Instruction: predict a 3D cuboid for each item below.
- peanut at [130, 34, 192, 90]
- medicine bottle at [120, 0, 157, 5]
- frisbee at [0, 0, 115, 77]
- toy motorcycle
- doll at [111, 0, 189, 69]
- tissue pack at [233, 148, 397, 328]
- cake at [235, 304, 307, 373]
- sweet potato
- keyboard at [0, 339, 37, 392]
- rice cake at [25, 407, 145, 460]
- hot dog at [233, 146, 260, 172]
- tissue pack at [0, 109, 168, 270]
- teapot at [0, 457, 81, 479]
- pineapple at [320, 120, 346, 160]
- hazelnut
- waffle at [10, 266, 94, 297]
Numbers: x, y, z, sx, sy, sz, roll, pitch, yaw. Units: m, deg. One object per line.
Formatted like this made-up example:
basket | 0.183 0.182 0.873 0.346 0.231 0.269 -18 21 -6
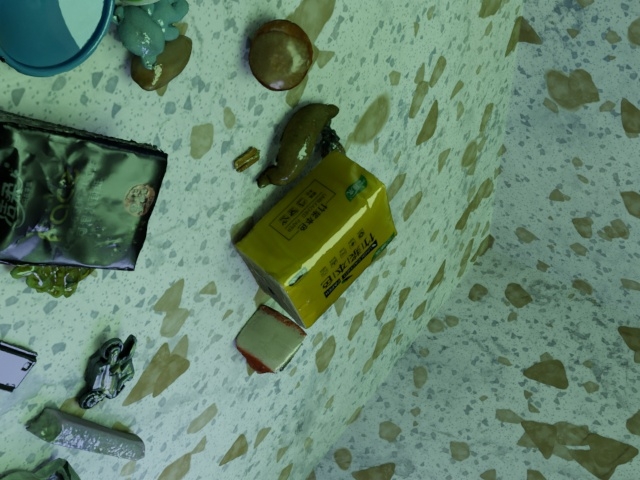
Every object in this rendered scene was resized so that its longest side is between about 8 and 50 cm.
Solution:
peanut | -0.288 -0.328 1.382 0.152 0.076 0.076 -49 151 -36
medicine bottle | -0.301 -0.477 1.200 0.086 0.086 0.183 -43 148 -34
frisbee | -0.416 -0.369 1.141 0.242 0.045 0.242 -43 149 -34
toy motorcycle | -0.460 0.292 1.673 0.124 0.061 0.193 2 119 -55
doll | -0.300 -0.386 1.325 0.120 0.075 0.180 56 36 -28
tissue pack | 0.000 0.000 1.994 0.382 0.228 0.293 -46 150 -14
cake | -0.171 0.299 2.223 0.158 0.159 0.262 -52 -173 -22
sweet potato | -0.051 -0.248 1.865 0.310 0.098 0.124 -56 174 -16
keyboard | -0.610 0.216 1.371 0.093 0.025 0.230 -56 153 -9
rice cake | -0.515 0.448 1.717 0.064 0.070 0.399 -61 155 -12
hot dog | -0.175 -0.191 1.778 0.083 0.021 0.037 -38 125 -35
tissue pack | -0.429 -0.070 1.248 0.332 0.123 0.245 9 105 -47
teapot | -0.595 0.587 1.580 0.221 0.178 0.163 -6 121 -61
pineapple | 0.025 -0.262 2.021 0.074 0.074 0.159 -51 149 -22
hazelnut | -0.090 -0.402 1.625 0.150 0.150 0.150 -42 148 -35
waffle | -0.464 0.002 1.399 0.223 0.054 0.204 -58 153 -10
